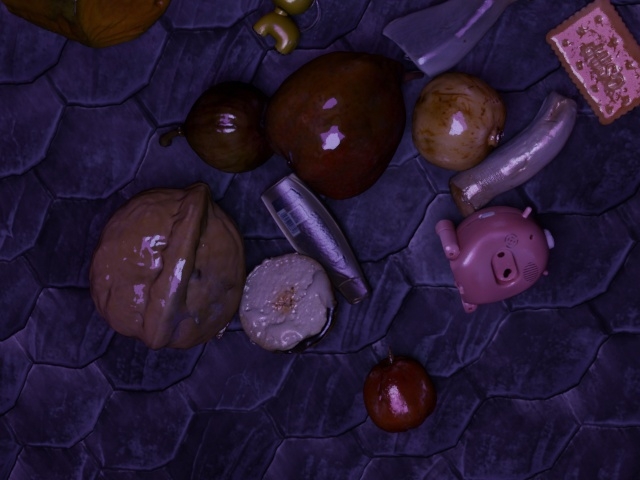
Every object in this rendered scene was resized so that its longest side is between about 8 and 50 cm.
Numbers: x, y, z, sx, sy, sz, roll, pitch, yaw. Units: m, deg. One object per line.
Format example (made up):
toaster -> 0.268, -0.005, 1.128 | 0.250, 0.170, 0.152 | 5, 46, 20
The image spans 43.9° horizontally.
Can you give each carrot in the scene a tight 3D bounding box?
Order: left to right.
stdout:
carrot -> -0.540, -0.570, 1.792 | 0.340, 0.241, 0.242 | 20, 104, 5

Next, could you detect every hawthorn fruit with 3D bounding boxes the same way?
hawthorn fruit -> 0.042, -0.258, 1.733 | 0.308, 0.308, 0.325 | 40, 126, -1
hawthorn fruit -> 0.186, 0.352, 1.903 | 0.179, 0.179, 0.201 | -9, 100, 11

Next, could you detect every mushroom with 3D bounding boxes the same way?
mushroom -> 0.310, -0.492, 1.729 | 0.328, 0.122, 0.159 | -35, 104, 14
mushroom -> 0.436, -0.188, 1.786 | 0.351, 0.095, 0.123 | -42, 88, 15

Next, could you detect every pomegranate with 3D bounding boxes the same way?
pomegranate -> 0.309, -0.259, 1.735 | 0.215, 0.215, 0.216 | 2, 102, 9

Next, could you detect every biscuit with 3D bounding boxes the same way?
biscuit -> 0.624, -0.393, 1.743 | 0.160, 0.030, 0.250 | -33, 95, 14

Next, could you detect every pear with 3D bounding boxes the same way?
pear -> -0.049, 0.166, 1.909 | 0.266, 0.178, 0.267 | -10, 68, 25

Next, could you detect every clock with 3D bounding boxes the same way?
clock -> 0.406, 0.037, 1.788 | 0.241, 0.142, 0.227 | -18, 124, 9

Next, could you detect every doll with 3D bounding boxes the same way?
doll -> -0.059, -0.536, 1.776 | 0.135, 0.143, 0.221 | 38, 112, 2

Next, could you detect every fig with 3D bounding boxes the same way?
fig -> -0.262, -0.250, 1.850 | 0.320, 0.217, 0.217 | -7, 101, 29

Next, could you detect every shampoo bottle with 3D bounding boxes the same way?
shampoo bottle -> 0.000, 0.000, 1.904 | 0.125, 0.084, 0.350 | -35, 95, 17

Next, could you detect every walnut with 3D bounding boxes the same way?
walnut -> -0.351, 0.062, 1.830 | 0.383, 0.383, 0.384 | 2, 102, 9

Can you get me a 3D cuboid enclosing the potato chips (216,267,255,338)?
potato chips -> -0.209, 0.156, 1.999 | 0.026, 0.037, 0.204 | 30, 100, -9
